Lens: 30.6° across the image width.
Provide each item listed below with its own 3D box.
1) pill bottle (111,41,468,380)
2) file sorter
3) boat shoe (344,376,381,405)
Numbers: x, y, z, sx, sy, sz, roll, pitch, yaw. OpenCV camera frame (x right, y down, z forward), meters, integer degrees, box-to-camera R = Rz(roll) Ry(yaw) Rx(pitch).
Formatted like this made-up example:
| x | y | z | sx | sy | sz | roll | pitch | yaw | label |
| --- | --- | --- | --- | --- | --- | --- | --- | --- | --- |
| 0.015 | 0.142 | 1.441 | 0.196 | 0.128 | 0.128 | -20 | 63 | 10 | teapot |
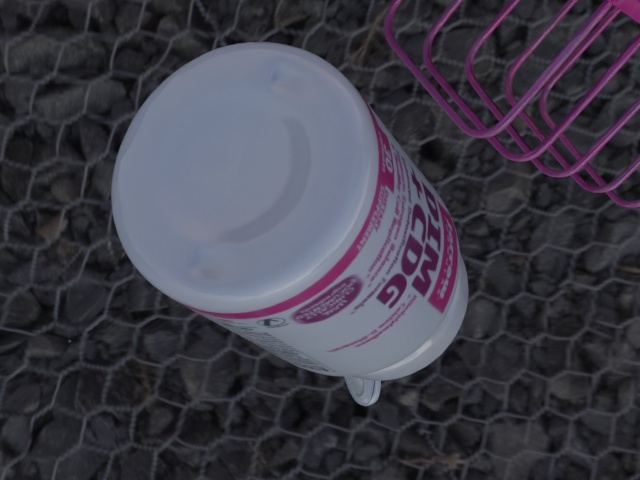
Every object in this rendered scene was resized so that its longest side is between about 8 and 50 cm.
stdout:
| x | y | z | sx | sy | sz | roll | pitch | yaw | label |
| --- | --- | --- | --- | --- | --- | --- | --- | --- | --- |
| 0.000 | 0.000 | 0.766 | 0.160 | 0.283 | 0.160 | -6 | 71 | 19 | pill bottle |
| 0.229 | -0.169 | 1.073 | 0.291 | 0.202 | 0.182 | 16 | 122 | -46 | file sorter |
| 0.024 | 0.095 | 1.009 | 0.035 | 0.035 | 0.100 | -3 | 80 | -50 | boat shoe |
